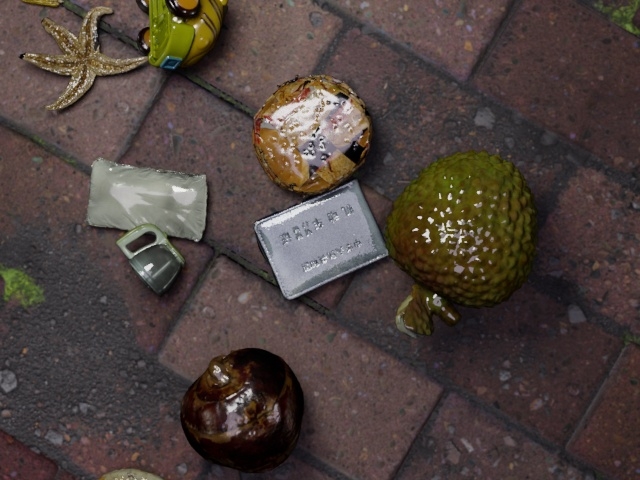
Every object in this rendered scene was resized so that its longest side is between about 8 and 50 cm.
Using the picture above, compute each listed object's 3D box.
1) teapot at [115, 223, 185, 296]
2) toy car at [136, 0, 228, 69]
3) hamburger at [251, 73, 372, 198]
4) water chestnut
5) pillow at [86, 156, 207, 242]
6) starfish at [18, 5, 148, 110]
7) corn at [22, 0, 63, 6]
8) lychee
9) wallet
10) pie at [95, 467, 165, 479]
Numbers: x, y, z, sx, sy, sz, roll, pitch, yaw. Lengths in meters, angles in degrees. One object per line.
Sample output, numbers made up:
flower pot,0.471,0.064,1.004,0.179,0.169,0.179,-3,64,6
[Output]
teapot,-0.301,0.034,1.672,0.091,0.092,0.124,-42,134,-10
toy car,-0.239,-0.427,1.645,0.142,0.200,0.248,2,80,-27
hamburger,-0.016,-0.197,1.671,0.231,0.107,0.231,0,97,3
water chestnut,-0.132,0.314,1.626,0.223,0.238,0.224,-9,45,9
pillow,-0.322,-0.076,1.700,0.229,0.051,0.128,9,91,2
starfish,-0.439,-0.337,1.705,0.238,0.057,0.213,11,87,-4
corn,-0.525,-0.457,1.719,0.083,0.027,0.028,9,73,3
lychee,0.244,0.002,1.585,0.270,0.270,0.320,3,101,1
wallet,0.000,0.000,1.700,0.222,0.036,0.167,-24,89,1
pie,-0.358,0.557,1.695,0.274,0.055,0.274,0,94,4
